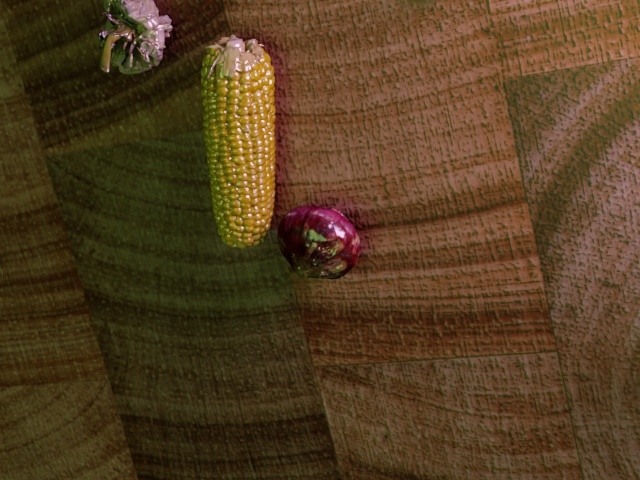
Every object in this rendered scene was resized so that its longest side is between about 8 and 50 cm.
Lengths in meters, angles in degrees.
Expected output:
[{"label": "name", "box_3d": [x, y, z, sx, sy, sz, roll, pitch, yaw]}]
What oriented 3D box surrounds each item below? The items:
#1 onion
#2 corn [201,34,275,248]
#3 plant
[{"label": "onion", "box_3d": [0.000, 0.000, 1.604, 0.107, 0.097, 0.107, 23, 147, 16]}, {"label": "corn", "box_3d": [-0.099, -0.119, 1.605, 0.091, 0.091, 0.260, -6, 111, -15]}, {"label": "plant", "box_3d": [-0.250, -0.254, 1.617, 0.104, 0.122, 0.116, -27, 102, 42]}]
